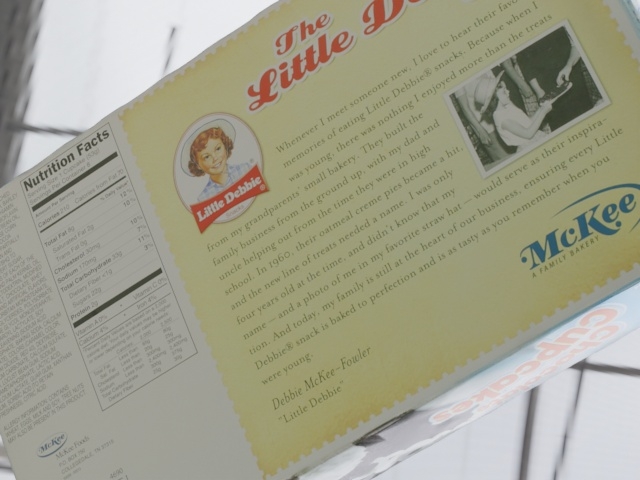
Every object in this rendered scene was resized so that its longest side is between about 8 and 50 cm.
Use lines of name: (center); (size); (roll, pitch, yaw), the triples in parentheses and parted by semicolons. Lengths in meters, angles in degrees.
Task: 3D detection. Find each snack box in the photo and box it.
snack box: (0.000, 0.000, 0.750); (0.322, 0.060, 0.187); (-32, -114, 19)
